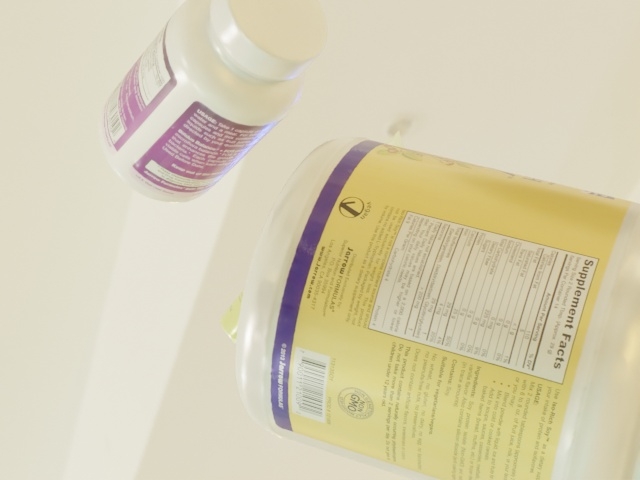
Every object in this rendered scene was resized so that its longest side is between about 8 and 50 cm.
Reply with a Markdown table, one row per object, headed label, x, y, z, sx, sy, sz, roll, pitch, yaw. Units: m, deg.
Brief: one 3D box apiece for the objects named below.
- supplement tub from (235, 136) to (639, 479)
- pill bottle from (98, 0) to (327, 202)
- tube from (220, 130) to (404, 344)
| label | x | y | z | sx | sy | sz | roll | pitch | yaw |
| --- | --- | --- | --- | --- | --- | --- | --- | --- | --- |
| supplement tub | 0.131 | 0.070 | 0.860 | 0.331 | 0.241 | 0.241 | 15 | -28 | 17 |
| pill bottle | -0.122 | -0.178 | 1.334 | 0.169 | 0.169 | 0.301 | 3 | -26 | -35 |
| tube | 0.000 | 0.000 | 1.073 | 0.240 | 0.070 | 0.062 | -51 | -40 | 13 |
